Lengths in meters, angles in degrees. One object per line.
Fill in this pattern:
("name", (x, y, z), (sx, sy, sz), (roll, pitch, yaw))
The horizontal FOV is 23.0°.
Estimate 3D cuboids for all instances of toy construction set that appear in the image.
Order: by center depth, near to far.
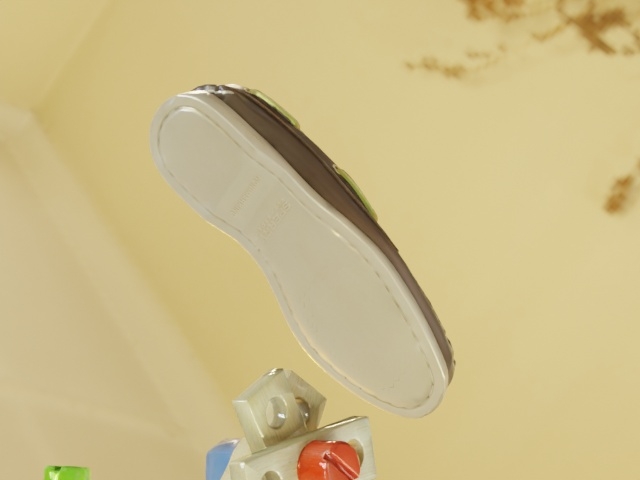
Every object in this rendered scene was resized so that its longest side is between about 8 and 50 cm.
("toy construction set", (-0.129, 0.171, 0.851), (0.215, 0.328, 0.151), (14, -119, -49))

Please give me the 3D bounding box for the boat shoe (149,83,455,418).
("boat shoe", (0.000, 0.000, 1.271), (0.324, 0.116, 0.097), (47, -146, 9))
